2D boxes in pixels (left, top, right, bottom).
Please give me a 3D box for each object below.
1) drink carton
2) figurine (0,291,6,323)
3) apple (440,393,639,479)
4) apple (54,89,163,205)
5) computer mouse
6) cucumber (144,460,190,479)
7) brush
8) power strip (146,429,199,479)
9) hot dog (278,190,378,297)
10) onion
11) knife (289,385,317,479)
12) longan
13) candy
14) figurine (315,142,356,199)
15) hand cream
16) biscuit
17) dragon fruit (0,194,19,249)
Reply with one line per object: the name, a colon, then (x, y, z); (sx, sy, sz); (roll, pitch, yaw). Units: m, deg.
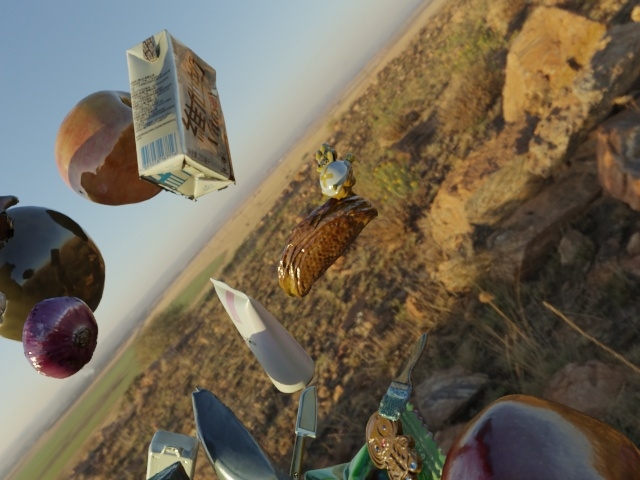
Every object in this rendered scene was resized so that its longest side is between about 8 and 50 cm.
drink carton: (-0.313, -0.275, 1.256); (0.132, 0.324, 0.194); (-19, -19, 20)
figurine: (-0.839, 0.117, 1.336); (0.141, 0.236, 0.162); (-34, 7, -14)
apple: (0.304, 0.366, 0.740); (0.288, 0.288, 0.317); (-43, -4, 24)
apple: (-0.665, -0.312, 1.853); (0.391, 0.392, 0.346); (-74, 3, -68)
computer mouse: (-0.197, 0.487, 1.278); (0.122, 0.371, 0.188); (-38, -26, -21)
cucumber: (-0.184, 0.332, 0.635); (0.116, 0.115, 0.062); (-28, 6, -32)
brush: (0.178, 0.274, 1.138); (0.070, 0.021, 0.196); (-11, 46, 60)
power strip: (-0.333, 0.542, 1.219); (0.058, 0.098, 0.338); (-86, 10, -60)
hot dog: (0.000, 0.000, 1.226); (0.272, 0.122, 0.196); (-47, -1, 9)
onion: (-0.372, 0.136, 0.786); (0.105, 0.115, 0.115); (3, 29, 14)
knife: (-0.043, 0.542, 1.581); (0.343, 0.061, 0.027); (-82, 14, -57)
longan: (-0.824, 0.099, 1.618); (0.404, 0.404, 0.336); (-52, 10, -23)
candy: (0.173, 0.685, 1.632); (0.398, 0.262, 0.172); (-35, 15, 5)
figurine: (0.028, -0.149, 1.150); (0.101, 0.068, 0.143); (-31, 54, 46)
hand cream: (-0.142, 0.238, 1.397); (0.118, 0.358, 0.186); (-44, 30, -19)
biscuit: (0.146, 0.428, 1.153); (0.175, 0.026, 0.124); (35, 114, 57)
dragon fruit: (-0.662, -0.012, 1.006); (0.189, 0.182, 0.182); (8, -41, -46)
